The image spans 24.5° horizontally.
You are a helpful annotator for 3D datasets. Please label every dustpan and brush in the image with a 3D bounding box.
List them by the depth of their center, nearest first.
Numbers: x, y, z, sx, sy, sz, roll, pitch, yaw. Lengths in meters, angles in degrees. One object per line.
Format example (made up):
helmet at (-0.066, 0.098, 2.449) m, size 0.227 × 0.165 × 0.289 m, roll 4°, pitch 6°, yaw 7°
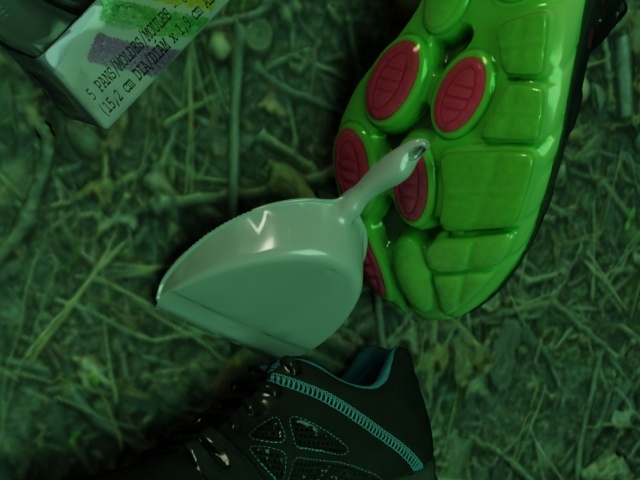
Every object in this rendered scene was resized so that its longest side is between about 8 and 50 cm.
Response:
dustpan and brush at (0.000, 0.000, 1.048) m, size 0.147 × 0.211 × 0.060 m, roll 27°, pitch 43°, yaw -39°

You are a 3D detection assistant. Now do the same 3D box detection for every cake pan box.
cake pan box at (-0.142, -0.240, 0.928) m, size 0.267 × 0.070 × 0.245 m, roll -48°, pitch 121°, yaw -15°

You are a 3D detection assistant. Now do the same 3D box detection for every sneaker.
sneaker at (-0.060, 0.155, 1.066) m, size 0.341 × 0.125 × 0.139 m, roll -4°, pitch 90°, yaw -41°
sneaker at (0.157, -0.160, 1.077) m, size 0.202 × 0.185 × 0.482 m, roll -1°, pitch 114°, yaw -51°
